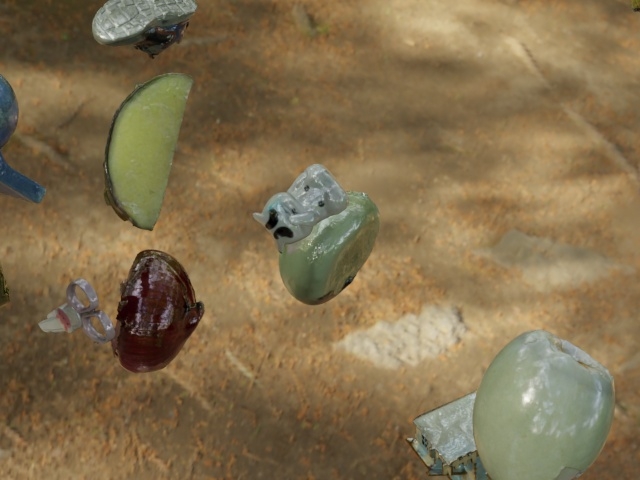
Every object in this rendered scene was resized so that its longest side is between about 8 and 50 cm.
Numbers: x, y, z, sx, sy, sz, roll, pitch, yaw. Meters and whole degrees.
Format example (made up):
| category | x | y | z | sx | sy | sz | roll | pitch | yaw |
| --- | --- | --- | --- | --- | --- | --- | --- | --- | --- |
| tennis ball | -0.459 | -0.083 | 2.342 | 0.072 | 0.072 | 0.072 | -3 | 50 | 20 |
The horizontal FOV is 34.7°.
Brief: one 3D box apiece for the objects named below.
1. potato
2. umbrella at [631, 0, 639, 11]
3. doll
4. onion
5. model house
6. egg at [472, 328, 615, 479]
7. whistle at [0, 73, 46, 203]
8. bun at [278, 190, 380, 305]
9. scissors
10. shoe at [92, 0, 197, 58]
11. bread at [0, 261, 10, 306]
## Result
| category | x | y | z | sx | sy | sz | roll | pitch | yaw |
| --- | --- | --- | --- | --- | --- | --- | --- | --- | --- |
| potato | -0.307 | -0.125 | 1.707 | 0.112 | 0.255 | 0.269 | 17 | 72 | -11 |
| umbrella | 0.289 | -0.217 | 0.820 | 0.037 | 0.144 | 0.040 | 30 | 80 | -4 |
| doll | -0.033 | -0.067 | 2.001 | 0.181 | 0.107 | 0.110 | -38 | 91 | -6 |
| onion | -0.312 | 0.136 | 1.901 | 0.161 | 0.248 | 0.248 | 31 | 39 | -8 |
| model house | 0.308 | 0.400 | 1.901 | 0.271 | 0.206 | 0.178 | -22 | 42 | -20 |
| egg | 0.292 | 0.240 | 1.376 | 0.183 | 0.217 | 0.183 | 28 | 11 | -6 |
| whistle | -0.284 | -0.100 | 0.860 | 0.090 | 0.090 | 0.158 | 54 | 8 | 32 |
| bun | 0.000 | 0.000 | 2.253 | 0.179 | 0.283 | 0.283 | 33 | 41 | 18 |
| scissors | -0.437 | 0.132 | 1.790 | 0.031 | 0.242 | 0.118 | -32 | 101 | -36 |
| shoe | -0.352 | -0.417 | 2.024 | 0.228 | 0.125 | 0.099 | -25 | 68 | -31 |
| bread | -0.579 | -0.046 | 1.489 | 0.129 | 0.382 | 0.366 | -26 | 64 | -24 |
